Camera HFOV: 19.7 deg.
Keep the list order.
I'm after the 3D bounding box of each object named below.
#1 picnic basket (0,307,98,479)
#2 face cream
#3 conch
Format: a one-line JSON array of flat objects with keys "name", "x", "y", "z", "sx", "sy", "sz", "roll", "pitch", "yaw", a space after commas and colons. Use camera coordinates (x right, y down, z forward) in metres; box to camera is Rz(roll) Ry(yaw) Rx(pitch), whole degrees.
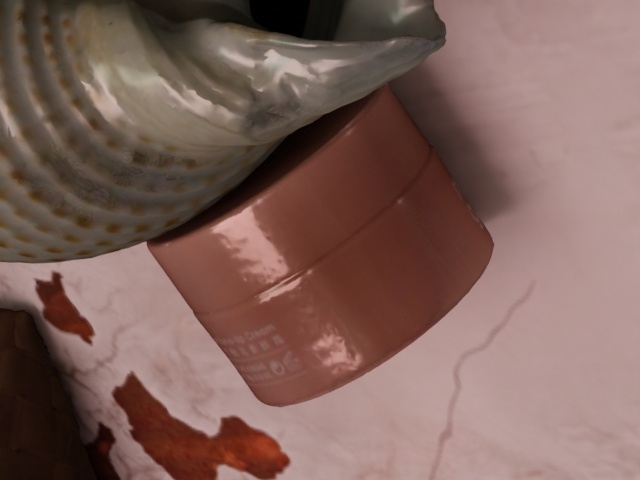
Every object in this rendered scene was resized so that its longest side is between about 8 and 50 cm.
[{"name": "picnic basket", "x": -0.345, "y": 0.203, "z": 1.234, "sx": 0.337, "sy": 0.337, "sz": 0.293, "roll": 1, "pitch": 122, "yaw": 36}, {"name": "face cream", "x": 0.000, "y": 0.000, "z": 0.942, "sx": 0.149, "sy": 0.149, "sz": 0.104, "roll": -22, "pitch": 108, "yaw": 44}, {"name": "conch", "x": -0.101, "y": -0.144, "z": 0.868, "sx": 0.319, "sy": 0.215, "sz": 0.303, "roll": -5, "pitch": 114, "yaw": 9}]
